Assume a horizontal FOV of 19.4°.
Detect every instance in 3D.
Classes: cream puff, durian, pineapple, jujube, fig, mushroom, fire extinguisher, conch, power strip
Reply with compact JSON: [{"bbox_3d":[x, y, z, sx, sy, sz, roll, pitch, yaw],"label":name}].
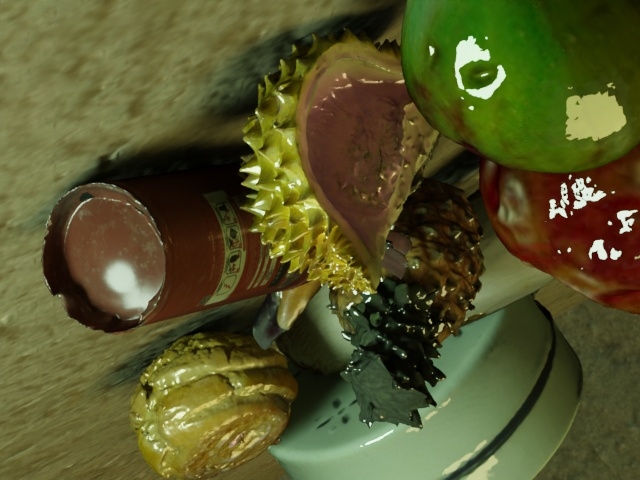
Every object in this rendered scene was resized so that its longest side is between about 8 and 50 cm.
[{"bbox_3d":[-0.110,0.157,1.900,0.189,0.129,0.189,-25,159,-11],"label":"cream puff"},{"bbox_3d":[0.012,-0.060,1.273,0.165,0.132,0.182,158,-49,-88],"label":"durian"},{"bbox_3d":[0.074,0.067,1.670,0.158,0.158,0.278,-39,-154,30],"label":"pineapple"},{"bbox_3d":[0.334,-0.058,1.640,0.377,0.276,0.276,-2,161,-12],"label":"jujube"},{"bbox_3d":[0.139,-0.139,1.221,0.181,0.181,0.191,-32,142,0],"label":"fig"},{"bbox_3d":[0.110,0.035,1.933,0.397,0.126,0.177,-27,-177,21],"label":"mushroom"},{"bbox_3d":[-0.047,0.003,1.381,0.337,0.147,0.106,-13,130,-58],"label":"fire extinguisher"},{"bbox_3d":[-0.003,-0.004,1.607,0.233,0.086,0.080,-39,149,25],"label":"conch"},{"bbox_3d":[0.117,0.163,2.045,0.357,0.161,0.357,-31,-156,16],"label":"power strip"}]
